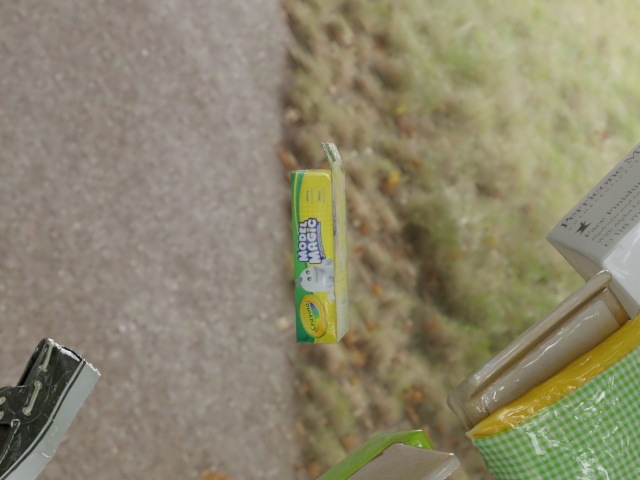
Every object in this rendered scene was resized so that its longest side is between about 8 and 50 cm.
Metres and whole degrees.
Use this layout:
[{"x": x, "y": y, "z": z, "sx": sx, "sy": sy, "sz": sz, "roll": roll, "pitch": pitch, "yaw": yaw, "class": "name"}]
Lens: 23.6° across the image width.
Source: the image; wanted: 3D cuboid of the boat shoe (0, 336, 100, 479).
[{"x": -0.269, "y": 0.167, "z": 1.357, "sx": 0.070, "sy": 0.078, "sz": 0.219, "roll": 42, "pitch": 31, "yaw": -11, "class": "boat shoe"}]

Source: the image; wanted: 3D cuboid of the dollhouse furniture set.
[{"x": 0.048, "y": 0.073, "z": 0.364, "sx": 0.076, "sy": 0.151, "sz": 0.058, "roll": 58, "pitch": -20, "yaw": -9, "class": "dollhouse furniture set"}]

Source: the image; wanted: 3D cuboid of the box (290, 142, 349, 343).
[{"x": 0.000, "y": 0.000, "z": 1.403, "sx": 0.105, "sy": 0.043, "sz": 0.179, "roll": -22, "pitch": 112, "yaw": -82, "class": "box"}]

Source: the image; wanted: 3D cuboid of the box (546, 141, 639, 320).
[{"x": 0.288, "y": 0.006, "z": 1.043, "sx": 0.182, "sy": 0.181, "sz": 0.119, "roll": 46, "pitch": -2, "yaw": -12, "class": "box"}]
